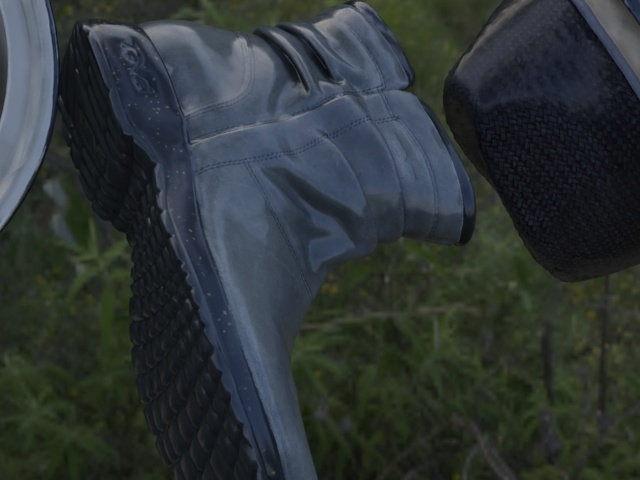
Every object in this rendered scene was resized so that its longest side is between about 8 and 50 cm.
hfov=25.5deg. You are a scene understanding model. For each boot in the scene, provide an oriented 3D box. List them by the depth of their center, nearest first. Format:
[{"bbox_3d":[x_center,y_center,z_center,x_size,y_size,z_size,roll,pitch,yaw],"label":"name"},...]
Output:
[{"bbox_3d":[0.000,0.000,0.576,0.161,0.083,0.246,-7,64,-26],"label":"boot"}]

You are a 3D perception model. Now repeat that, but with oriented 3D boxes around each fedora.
[{"bbox_3d":[0.186,-0.074,1.003,0.152,0.334,0.334,-34,30,7],"label":"fedora"}]

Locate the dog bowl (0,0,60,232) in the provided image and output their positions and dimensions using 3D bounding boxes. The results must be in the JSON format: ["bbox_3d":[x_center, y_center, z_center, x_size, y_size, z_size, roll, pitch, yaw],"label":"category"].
[{"bbox_3d":[-0.401,-0.111,1.046,0.408,0.408,0.150,-12,-10,-16],"label":"dog bowl"}]
